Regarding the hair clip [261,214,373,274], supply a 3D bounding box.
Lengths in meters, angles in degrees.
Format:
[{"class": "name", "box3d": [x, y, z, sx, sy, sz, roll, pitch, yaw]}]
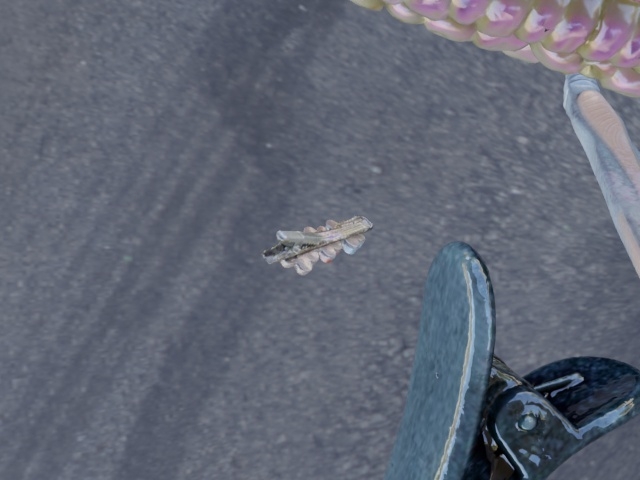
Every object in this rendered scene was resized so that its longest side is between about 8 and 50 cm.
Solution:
[{"class": "hair clip", "box3d": [-0.004, 0.005, 1.589, 0.062, 0.214, 0.056, 46, 118, 21]}]

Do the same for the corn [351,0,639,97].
[{"class": "corn", "box3d": [0.144, -0.089, 0.390, 0.335, 0.126, 0.126, 18, 97, -14]}]

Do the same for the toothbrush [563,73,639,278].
[{"class": "toothbrush", "box3d": [0.140, -0.055, 0.608, 0.028, 0.375, 0.037, 8, 119, -5]}]

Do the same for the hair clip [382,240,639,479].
[{"class": "hair clip", "box3d": [-0.004, 0.112, 0.317, 0.070, 0.039, 0.229, 34, 92, -24]}]
